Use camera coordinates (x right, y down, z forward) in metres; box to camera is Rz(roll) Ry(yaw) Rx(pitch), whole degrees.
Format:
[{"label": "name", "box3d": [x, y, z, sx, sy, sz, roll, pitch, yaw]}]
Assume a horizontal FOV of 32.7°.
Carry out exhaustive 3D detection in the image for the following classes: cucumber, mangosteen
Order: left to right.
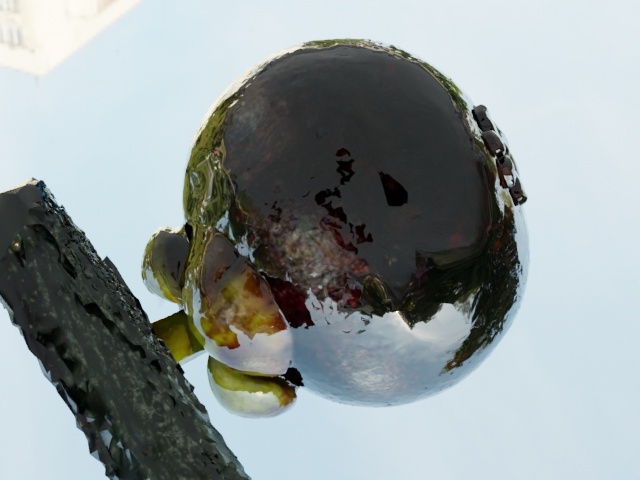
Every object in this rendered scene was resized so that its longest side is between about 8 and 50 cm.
[{"label": "cucumber", "box3d": [-0.052, 0.074, 0.378, 0.043, 0.044, 0.256, -41, -118, 0]}, {"label": "mangosteen", "box3d": [0.014, 0.002, 0.864, 0.297, 0.313, 0.297, 27, -144, -22]}]
